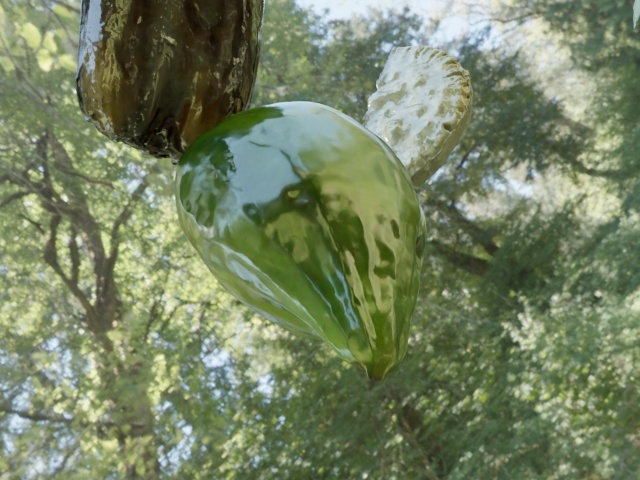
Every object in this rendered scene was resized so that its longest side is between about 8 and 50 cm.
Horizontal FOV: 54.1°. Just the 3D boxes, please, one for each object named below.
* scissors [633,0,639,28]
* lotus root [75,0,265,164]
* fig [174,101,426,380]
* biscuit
[{"bbox_3d":[0.394,-0.397,0.714,0.029,0.256,0.383,-25,-44,0],"label":"scissors"},{"bbox_3d":[-0.092,-0.227,0.504,0.167,0.078,0.329,7,-93,-49],"label":"lotus root"},{"bbox_3d":[-0.001,-0.016,0.432,0.167,0.234,0.167,-7,-78,-35],"label":"fig"},{"bbox_3d":[0.141,-0.189,0.929,0.084,0.179,0.281,40,-125,-41],"label":"biscuit"}]
